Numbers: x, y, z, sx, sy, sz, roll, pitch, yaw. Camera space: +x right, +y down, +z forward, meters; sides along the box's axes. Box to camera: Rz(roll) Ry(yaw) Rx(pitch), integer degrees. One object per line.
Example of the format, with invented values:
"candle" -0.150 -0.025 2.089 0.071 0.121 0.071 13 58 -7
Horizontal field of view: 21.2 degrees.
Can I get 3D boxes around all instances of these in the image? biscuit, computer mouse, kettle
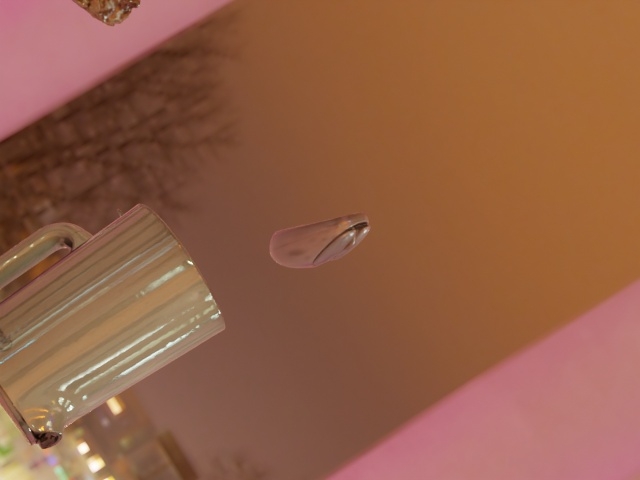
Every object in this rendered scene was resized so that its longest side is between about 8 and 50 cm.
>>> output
"biscuit" -0.182 -0.204 1.192 0.064 0.034 0.199 33 9 -34
"computer mouse" 0.000 0.002 1.518 0.066 0.096 0.039 -15 91 -58
"kettle" -0.155 0.045 1.093 0.127 0.148 0.098 56 -12 2
